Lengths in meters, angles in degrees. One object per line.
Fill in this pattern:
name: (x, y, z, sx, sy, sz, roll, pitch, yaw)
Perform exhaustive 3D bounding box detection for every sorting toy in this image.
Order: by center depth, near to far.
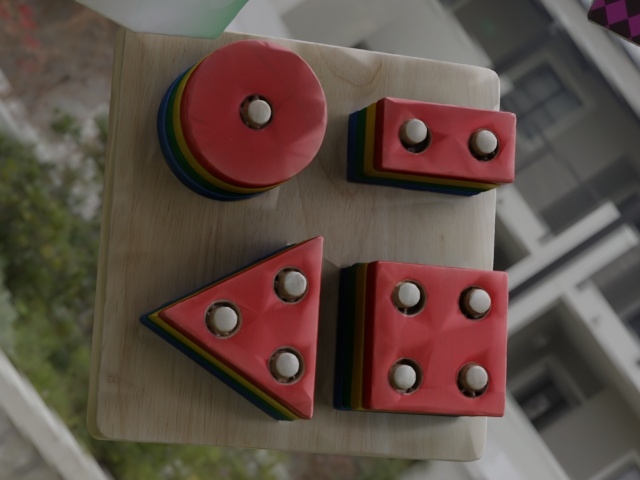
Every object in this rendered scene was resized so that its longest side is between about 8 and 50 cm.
sorting toy: (0.000, 0.000, 1.077, 0.089, 0.255, 0.257, 163, -69, -69)

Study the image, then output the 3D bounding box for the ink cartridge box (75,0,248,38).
ink cartridge box: (-0.062, -0.178, 0.813, 0.056, 0.181, 0.224, 48, 22, 14)

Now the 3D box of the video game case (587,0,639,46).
video game case: (0.229, -0.244, 0.940, 0.042, 0.210, 0.232, 29, -50, 2)
